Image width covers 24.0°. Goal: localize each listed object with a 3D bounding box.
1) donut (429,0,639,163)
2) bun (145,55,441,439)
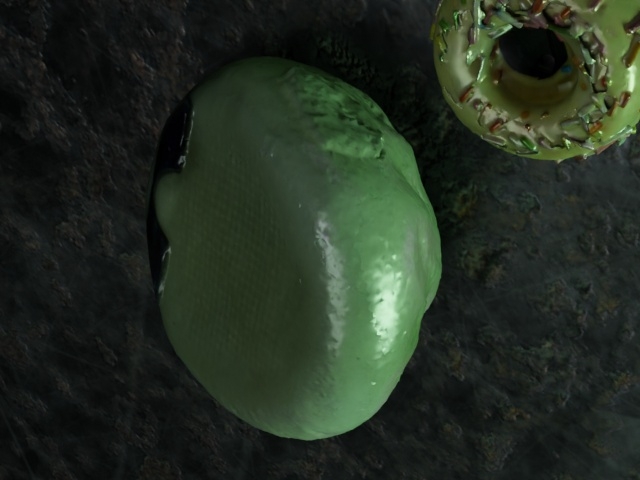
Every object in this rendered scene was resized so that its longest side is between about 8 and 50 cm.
[{"bbox_3d":[0.153,-0.127,1.044,0.175,0.068,0.174,18,130,22],"label":"donut"},{"bbox_3d":[0.000,0.000,1.158,0.293,0.187,0.293,28,126,48],"label":"bun"}]
